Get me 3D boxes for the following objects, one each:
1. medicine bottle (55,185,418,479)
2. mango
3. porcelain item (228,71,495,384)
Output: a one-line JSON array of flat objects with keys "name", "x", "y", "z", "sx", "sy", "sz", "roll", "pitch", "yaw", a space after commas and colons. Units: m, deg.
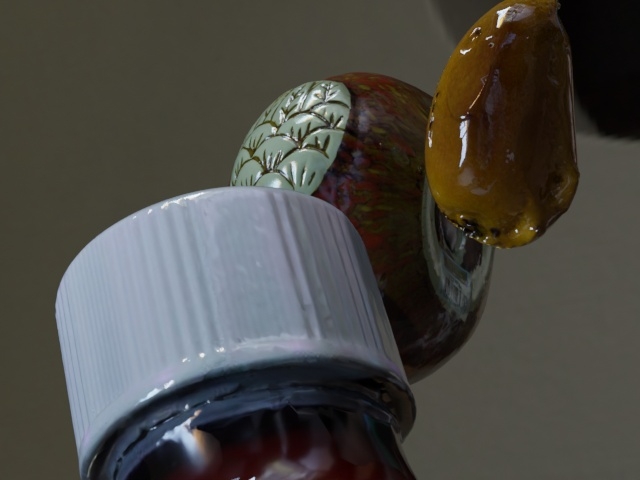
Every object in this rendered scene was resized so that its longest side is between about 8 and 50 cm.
[{"name": "medicine bottle", "x": -0.011, "y": 0.174, "z": 0.885, "sx": 0.242, "sy": 0.242, "sz": 0.395, "roll": 35, "pitch": -148, "yaw": -45}, {"name": "mango", "x": 0.089, "y": -0.060, "z": 0.914, "sx": 0.077, "sy": 0.063, "sz": 0.127, "roll": 8, "pitch": -91, "yaw": -28}, {"name": "porcelain item", "x": 0.000, "y": 0.000, "z": 1.369, "sx": 0.253, "sy": 0.253, "sz": 0.252, "roll": 22, "pitch": -118, "yaw": -50}]
